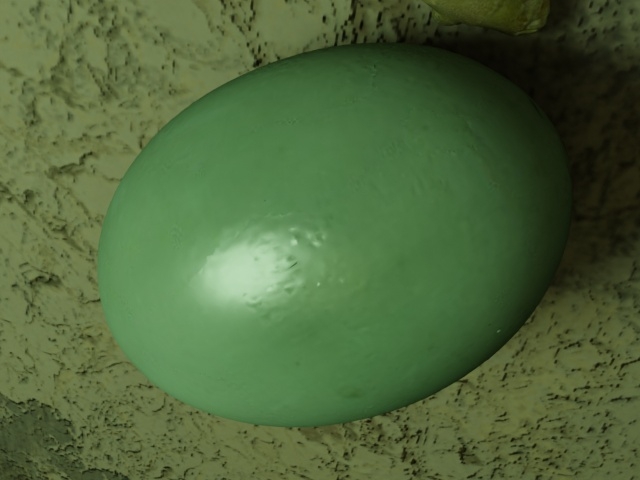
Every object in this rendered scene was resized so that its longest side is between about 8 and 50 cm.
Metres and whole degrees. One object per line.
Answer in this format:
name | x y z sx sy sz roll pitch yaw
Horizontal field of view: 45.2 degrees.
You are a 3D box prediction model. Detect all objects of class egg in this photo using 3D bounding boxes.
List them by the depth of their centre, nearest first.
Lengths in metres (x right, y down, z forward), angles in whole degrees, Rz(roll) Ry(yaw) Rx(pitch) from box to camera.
egg | 0.000 0.000 0.435 0.282 0.203 0.203 -21 114 25

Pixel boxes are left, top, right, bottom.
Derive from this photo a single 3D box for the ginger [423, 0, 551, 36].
ginger | 0.031 -0.214 0.357 0.089 0.075 0.288 -1 131 48
